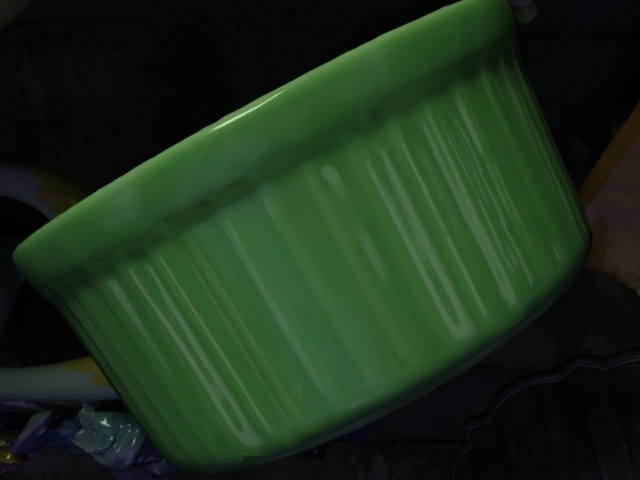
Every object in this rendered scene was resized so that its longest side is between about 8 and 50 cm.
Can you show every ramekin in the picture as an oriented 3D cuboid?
[{"bbox_3d":[0.000,0.000,0.522,0.303,0.303,0.148,-26,94,24],"label":"ramekin"}]

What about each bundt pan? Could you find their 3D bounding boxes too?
[{"bbox_3d":[0.281,0.256,0.815,0.331,0.124,0.330,3,126,4],"label":"bundt pan"}]

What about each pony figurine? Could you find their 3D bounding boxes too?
[{"bbox_3d":[-0.276,0.091,0.699,0.364,0.303,0.350,1,95,10],"label":"pony figurine"}]

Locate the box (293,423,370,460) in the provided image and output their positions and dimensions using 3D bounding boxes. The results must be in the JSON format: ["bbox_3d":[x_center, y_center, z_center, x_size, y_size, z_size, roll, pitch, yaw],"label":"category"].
[{"bbox_3d":[-0.061,0.131,0.817,0.225,0.036,0.136,8,127,-1],"label":"box"}]

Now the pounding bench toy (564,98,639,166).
[{"bbox_3d":[0.218,-0.055,0.635,0.083,0.052,0.065,-16,123,17],"label":"pounding bench toy"}]

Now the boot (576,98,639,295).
[{"bbox_3d":[0.306,-0.055,0.527,0.264,0.096,0.280,23,108,5],"label":"boot"}]

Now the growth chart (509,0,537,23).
[{"bbox_3d":[0.005,-0.183,0.496,0.237,0.021,0.172,18,172,13],"label":"growth chart"}]

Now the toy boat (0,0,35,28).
[{"bbox_3d":[-0.275,-0.237,0.470,0.268,0.148,0.318,4,150,45],"label":"toy boat"}]

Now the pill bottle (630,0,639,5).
[{"bbox_3d":[0.123,-0.218,0.485,0.215,0.117,0.117,23,126,-10],"label":"pill bottle"}]
